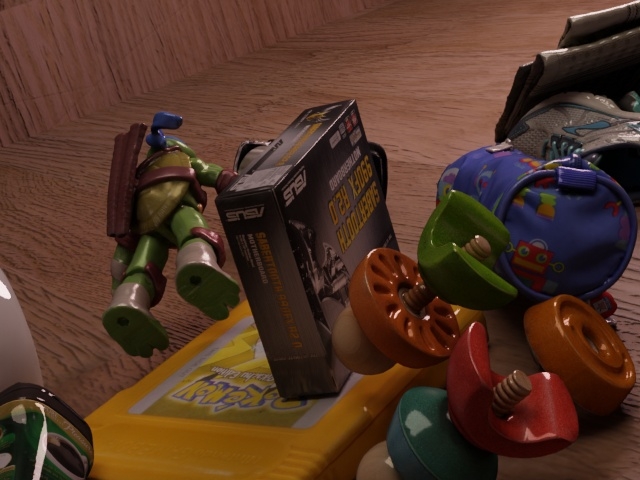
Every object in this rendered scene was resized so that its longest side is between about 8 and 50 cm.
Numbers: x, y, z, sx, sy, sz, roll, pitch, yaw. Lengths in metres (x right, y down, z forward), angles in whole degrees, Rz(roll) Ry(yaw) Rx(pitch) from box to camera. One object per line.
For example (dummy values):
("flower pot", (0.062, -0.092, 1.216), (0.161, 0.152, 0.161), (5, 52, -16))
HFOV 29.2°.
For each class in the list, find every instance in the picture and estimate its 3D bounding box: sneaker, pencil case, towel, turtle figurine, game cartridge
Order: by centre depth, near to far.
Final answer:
("sneaker", (0.217, 0.068, 1.058), (0.067, 0.042, 0.118), (-11, 16, 24))
("game cartridge", (-0.051, 0.138, 1.068), (0.285, 0.053, 0.323), (-2, 22, 38))
("pencil case", (0.189, -0.024, 1.138), (0.119, 0.133, 0.306), (4, 6, -6))
("turtle figurine", (-0.128, 0.023, 1.302), (0.197, 0.275, 0.266), (0, 33, -1))
("sneaker", (0.305, -0.097, 1.371), (0.122, 0.110, 0.283), (-34, 25, -35))
("sneaker", (0.344, -0.126, 1.464), (0.076, 0.065, 0.166), (-30, -6, -8))
("towel", (0.380, -0.226, 1.539), (0.324, 0.056, 0.312), (-20, -12, -7))

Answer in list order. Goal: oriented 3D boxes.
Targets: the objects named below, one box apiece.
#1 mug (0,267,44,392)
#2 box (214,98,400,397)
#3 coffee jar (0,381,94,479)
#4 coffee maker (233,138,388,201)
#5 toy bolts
("mug", (-0.414, 0.094, 1.003), (0.328, 0.374, 0.276), (-17, 32, -26))
("box", (0.000, 0.000, 1.065), (0.056, 0.183, 0.231), (-10, 19, 23))
("coffee jar", (-0.218, 0.191, 0.914), (0.079, 0.096, 0.184), (-34, 29, 12))
("coffee maker", (0.003, -0.083, 1.563), (0.171, 0.120, 0.178), (-28, 22, -34))
("toy bolts", (0.109, 0.115, 0.910), (0.158, 0.218, 0.228), (-44, 19, 28))
